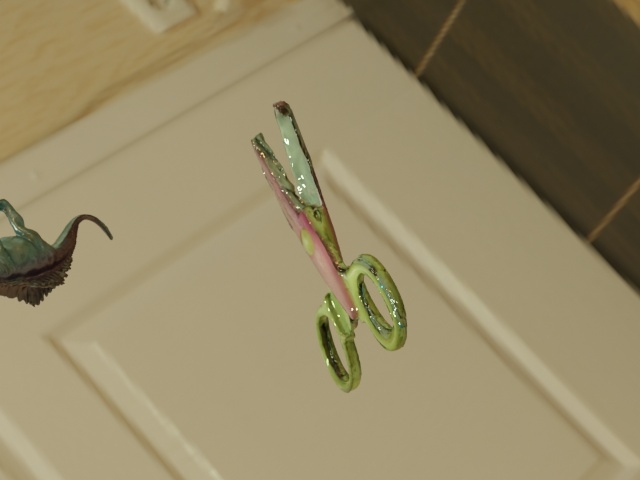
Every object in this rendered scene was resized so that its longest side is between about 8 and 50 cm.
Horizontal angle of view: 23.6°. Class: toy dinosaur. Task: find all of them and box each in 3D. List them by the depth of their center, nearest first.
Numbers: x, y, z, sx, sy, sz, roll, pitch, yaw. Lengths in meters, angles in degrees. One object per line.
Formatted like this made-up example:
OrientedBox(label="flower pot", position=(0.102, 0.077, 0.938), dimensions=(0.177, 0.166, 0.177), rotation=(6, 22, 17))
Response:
OrientedBox(label="toy dinosaur", position=(-0.227, 0.011, 1.132), dimensions=(0.045, 0.197, 0.080), rotation=(-41, 83, 35))

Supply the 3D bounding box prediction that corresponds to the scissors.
OrientedBox(label="scissors", position=(0.000, 0.000, 0.996), dimensions=(0.187, 0.020, 0.133), rotation=(66, 154, 16))
